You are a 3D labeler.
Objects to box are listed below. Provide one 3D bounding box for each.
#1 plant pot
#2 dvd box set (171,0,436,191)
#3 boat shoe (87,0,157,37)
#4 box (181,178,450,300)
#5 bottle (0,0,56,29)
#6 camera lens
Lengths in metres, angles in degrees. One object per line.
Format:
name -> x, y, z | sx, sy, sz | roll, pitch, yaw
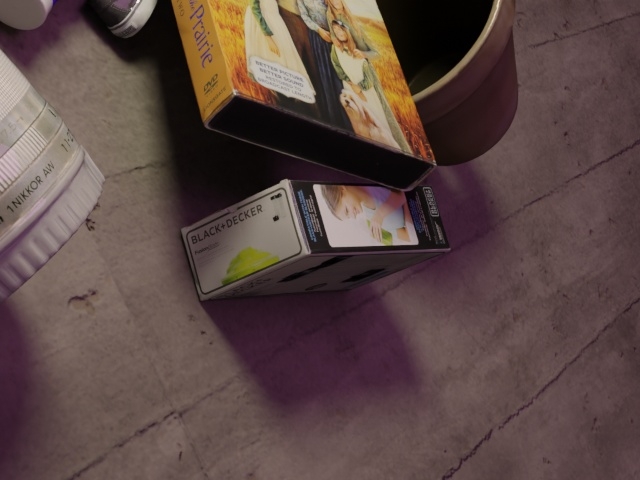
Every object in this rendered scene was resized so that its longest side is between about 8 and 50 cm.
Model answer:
plant pot -> 0.135, -0.243, 1.729 | 0.280, 0.323, 0.323 | 45, 35, -54
dvd box set -> -0.042, -0.269, 1.481 | 0.307, 0.062, 0.420 | 16, 45, -40
boat shoe -> -0.220, -0.337, 1.488 | 0.076, 0.080, 0.229 | 40, 49, -33
box -> 0.000, 0.000, 1.478 | 0.290, 0.169, 0.087 | 0, 71, -54
bottle -> -0.280, -0.345, 1.382 | 0.118, 0.092, 0.283 | 61, 33, -41
camera lens -> -0.341, -0.082, 1.035 | 0.274, 0.219, 0.219 | 50, 37, -19
